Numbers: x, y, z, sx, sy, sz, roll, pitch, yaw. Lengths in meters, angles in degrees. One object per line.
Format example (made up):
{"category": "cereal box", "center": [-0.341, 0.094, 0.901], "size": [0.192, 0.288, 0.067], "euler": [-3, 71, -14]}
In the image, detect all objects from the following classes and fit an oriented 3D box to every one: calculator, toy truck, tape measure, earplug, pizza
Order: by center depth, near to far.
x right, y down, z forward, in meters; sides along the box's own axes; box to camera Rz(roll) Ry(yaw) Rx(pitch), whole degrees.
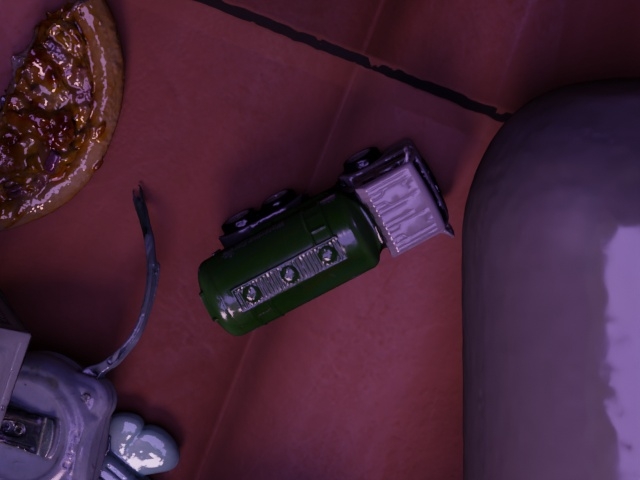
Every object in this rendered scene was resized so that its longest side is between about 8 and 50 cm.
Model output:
{"category": "earplug", "center": [0.280, 0.053, 1.528], "size": [0.313, 0.312, 0.394], "euler": [-2, 101, 1]}
{"category": "toy truck", "center": [0.000, 0.000, 1.603], "size": [0.242, 0.125, 0.101], "euler": [-28, 101, 6]}
{"category": "pizza", "center": [-0.251, -0.116, 1.609], "size": [0.127, 0.058, 0.246], "euler": [34, 99, -7]}
{"category": "tape measure", "center": [-0.249, 0.101, 1.629], "size": [0.164, 0.084, 0.330], "euler": [11, 93, 10]}
{"category": "calculator", "center": [-0.261, 0.288, 1.717], "size": [0.184, 0.042, 0.295], "euler": [41, 102, -9]}

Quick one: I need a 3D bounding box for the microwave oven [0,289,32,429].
{"category": "microwave oven", "center": [-0.360, 0.095, 1.573], "size": [0.122, 0.208, 0.162], "euler": [13, 105, -31]}
